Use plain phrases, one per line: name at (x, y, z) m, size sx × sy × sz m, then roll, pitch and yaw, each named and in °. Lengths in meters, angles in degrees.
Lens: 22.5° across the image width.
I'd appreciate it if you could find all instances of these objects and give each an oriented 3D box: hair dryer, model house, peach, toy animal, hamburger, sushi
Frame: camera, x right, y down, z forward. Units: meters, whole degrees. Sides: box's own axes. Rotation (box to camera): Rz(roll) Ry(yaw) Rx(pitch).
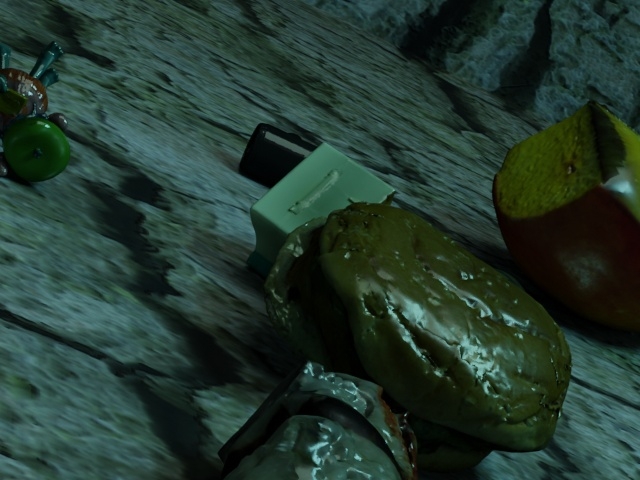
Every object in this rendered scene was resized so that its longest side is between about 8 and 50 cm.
hair dryer at (-0.045, -0.112, 2.053) m, size 0.128 × 0.070 × 0.255 m, roll 25°, pitch 9°, yaw -13°
model house at (0.000, 0.000, 1.635) m, size 0.100 × 0.149 × 0.127 m, roll 37°, pitch 61°, yaw 20°
peach at (0.381, -0.010, 2.128) m, size 0.380 × 0.242 × 0.306 m, roll 32°, pitch 30°, yaw -47°
toy animal at (-0.298, -0.138, 1.589) m, size 0.208 × 0.100 × 0.103 m, roll -101°, pitch 168°, yaw -55°
hamburger at (0.095, 0.075, 1.432) m, size 0.285 × 0.134 × 0.265 m, roll 38°, pitch 32°, yaw -8°
sushi at (-0.008, 0.169, 1.072) m, size 0.130 × 0.124 × 0.332 m, roll 38°, pitch 13°, yaw -8°

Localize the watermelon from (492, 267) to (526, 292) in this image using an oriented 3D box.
watermelon at (0.166, 0.071, 1.716) m, size 0.105 × 0.105 × 0.133 m, roll 4°, pitch 47°, yaw -57°
